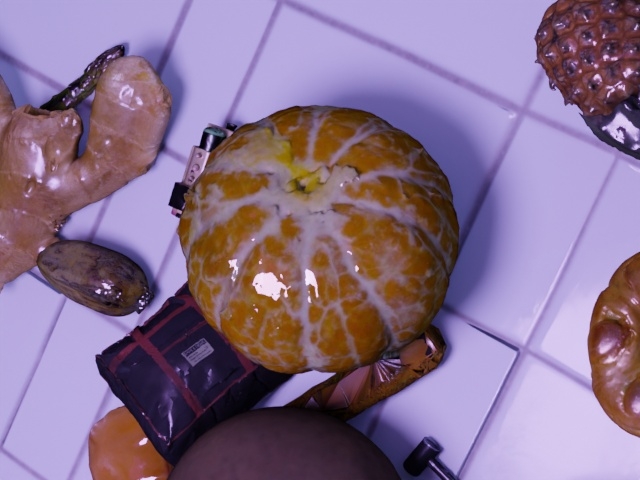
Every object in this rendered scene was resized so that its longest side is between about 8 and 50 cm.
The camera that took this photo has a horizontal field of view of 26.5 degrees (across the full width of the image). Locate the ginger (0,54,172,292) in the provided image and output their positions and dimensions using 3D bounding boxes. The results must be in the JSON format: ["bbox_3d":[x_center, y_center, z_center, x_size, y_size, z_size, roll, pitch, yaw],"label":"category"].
[{"bbox_3d":[-0.366,-0.090,1.865,0.363,0.122,0.348,4,103,14],"label":"ginger"}]

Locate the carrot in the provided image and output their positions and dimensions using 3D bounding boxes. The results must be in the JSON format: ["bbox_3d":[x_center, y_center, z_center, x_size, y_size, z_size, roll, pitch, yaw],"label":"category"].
[{"bbox_3d":[0.051,0.174,1.660,0.228,0.069,0.069,-34,73,23],"label":"carrot"}]

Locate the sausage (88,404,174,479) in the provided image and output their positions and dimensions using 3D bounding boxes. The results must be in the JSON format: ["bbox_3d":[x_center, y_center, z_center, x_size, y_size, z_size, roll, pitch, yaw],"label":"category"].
[{"bbox_3d":[-0.215,0.327,1.755,0.136,0.120,0.241,-26,76,23],"label":"sausage"}]

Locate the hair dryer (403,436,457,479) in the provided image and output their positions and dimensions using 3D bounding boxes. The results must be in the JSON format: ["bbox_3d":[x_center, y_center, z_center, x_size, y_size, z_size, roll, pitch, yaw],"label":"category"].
[{"bbox_3d":[0.143,0.279,1.627,0.083,0.026,0.047,42,108,15],"label":"hair dryer"}]

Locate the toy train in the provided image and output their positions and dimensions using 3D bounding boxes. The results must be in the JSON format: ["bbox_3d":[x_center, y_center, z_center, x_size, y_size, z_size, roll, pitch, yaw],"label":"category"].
[{"bbox_3d":[-0.145,-0.088,1.758,0.050,0.087,0.138,21,98,24],"label":"toy train"}]

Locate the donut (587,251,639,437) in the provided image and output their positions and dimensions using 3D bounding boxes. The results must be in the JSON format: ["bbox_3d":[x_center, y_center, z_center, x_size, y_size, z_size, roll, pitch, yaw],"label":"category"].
[{"bbox_3d":[0.390,0.110,1.436,0.226,0.114,0.227,-9,71,26],"label":"donut"}]

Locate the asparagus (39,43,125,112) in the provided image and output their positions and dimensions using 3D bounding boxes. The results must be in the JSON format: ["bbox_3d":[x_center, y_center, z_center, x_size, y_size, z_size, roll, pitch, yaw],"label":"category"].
[{"bbox_3d":[-0.328,-0.220,1.893,0.165,0.030,0.036,-39,58,21],"label":"asparagus"}]

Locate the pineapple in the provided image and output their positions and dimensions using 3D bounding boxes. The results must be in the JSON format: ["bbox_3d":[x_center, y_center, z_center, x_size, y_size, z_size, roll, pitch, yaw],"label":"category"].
[{"bbox_3d":[0.354,-0.120,1.408,0.165,0.165,0.364,-40,51,20],"label":"pineapple"}]

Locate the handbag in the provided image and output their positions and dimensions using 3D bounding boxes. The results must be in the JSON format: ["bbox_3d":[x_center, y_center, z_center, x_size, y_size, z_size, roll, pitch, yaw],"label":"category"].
[{"bbox_3d":[-0.157,0.151,1.695,0.215,0.155,0.169,-39,62,-17],"label":"handbag"}]

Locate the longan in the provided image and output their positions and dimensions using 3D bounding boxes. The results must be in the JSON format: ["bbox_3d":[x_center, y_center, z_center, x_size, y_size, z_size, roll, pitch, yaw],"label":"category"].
[{"bbox_3d":[-0.045,0.333,1.570,0.297,0.297,0.297,-1,87,28],"label":"longan"}]

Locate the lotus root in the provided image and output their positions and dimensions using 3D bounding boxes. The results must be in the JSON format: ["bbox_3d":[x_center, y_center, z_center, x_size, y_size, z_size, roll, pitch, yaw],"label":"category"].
[{"bbox_3d":[-0.302,0.047,1.831,0.179,0.089,0.080,23,57,17],"label":"lotus root"}]

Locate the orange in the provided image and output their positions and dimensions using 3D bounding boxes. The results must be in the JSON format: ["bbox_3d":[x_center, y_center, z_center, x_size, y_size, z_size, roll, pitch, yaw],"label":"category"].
[{"bbox_3d":[0.000,0.000,1.573,0.329,0.249,0.329,-1,65,2],"label":"orange"}]
